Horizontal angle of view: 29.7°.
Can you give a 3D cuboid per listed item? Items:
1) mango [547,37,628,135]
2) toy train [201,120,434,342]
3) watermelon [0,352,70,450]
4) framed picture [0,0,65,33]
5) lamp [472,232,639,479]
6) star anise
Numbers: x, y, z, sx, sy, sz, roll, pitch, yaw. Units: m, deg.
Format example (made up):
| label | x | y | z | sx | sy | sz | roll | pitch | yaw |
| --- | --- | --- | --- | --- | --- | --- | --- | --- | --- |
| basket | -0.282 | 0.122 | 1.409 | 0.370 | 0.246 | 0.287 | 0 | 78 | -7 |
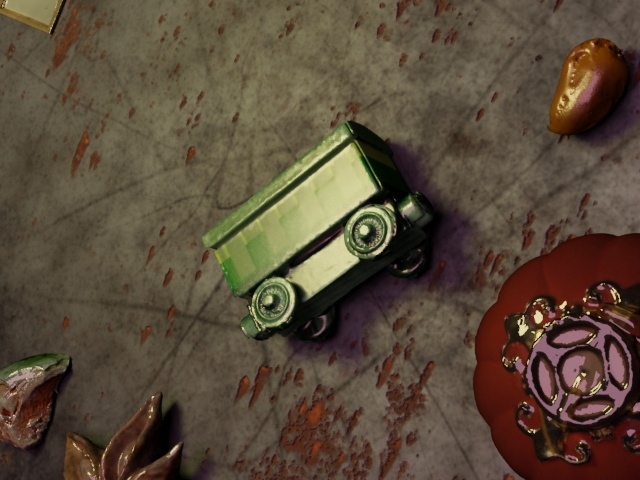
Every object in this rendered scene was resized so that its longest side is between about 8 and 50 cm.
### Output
| label | x | y | z | sx | sy | sz | roll | pitch | yaw |
| --- | --- | --- | --- | --- | --- | --- | --- | --- | --- |
| mango | 0.319 | -0.180 | 1.448 | 0.077 | 0.063 | 0.127 | 33 | 103 | 25 |
| toy train | 0.000 | 0.000 | 1.570 | 0.301 | 0.120 | 0.202 | -38 | 61 | 19 |
| watermelon | -0.455 | 0.246 | 1.820 | 0.187 | 0.071 | 0.139 | -28 | 73 | 23 |
| framed picture | -0.447 | -0.448 | 1.972 | 0.136 | 0.010 | 0.201 | 25 | 94 | 30 |
| lamp | 0.311 | 0.140 | 1.283 | 0.303 | 0.257 | 0.303 | -4 | 81 | 28 |
| star anise | -0.270 | 0.390 | 1.664 | 0.292 | 0.109 | 0.349 | -49 | 51 | 22 |
